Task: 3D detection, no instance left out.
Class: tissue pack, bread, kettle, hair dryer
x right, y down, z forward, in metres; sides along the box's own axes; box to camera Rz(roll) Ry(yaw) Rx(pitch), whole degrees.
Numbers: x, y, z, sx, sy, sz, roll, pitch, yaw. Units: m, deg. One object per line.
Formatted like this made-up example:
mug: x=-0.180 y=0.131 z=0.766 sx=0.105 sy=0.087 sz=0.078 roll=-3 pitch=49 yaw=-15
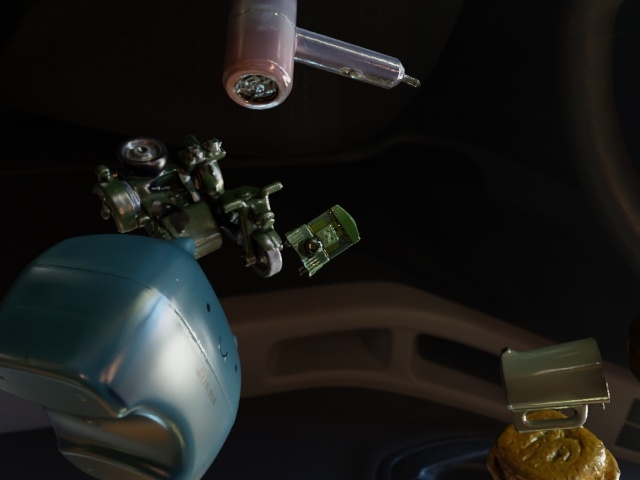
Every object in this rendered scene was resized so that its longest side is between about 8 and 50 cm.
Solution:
tissue pack: x=-0.201 y=0.126 z=0.716 sx=0.198 sy=0.206 sz=0.287 roll=6 pitch=137 yaw=20
bread: x=0.441 y=0.426 z=1.260 sx=0.198 sy=0.236 sz=0.120 roll=-29 pitch=123 yaw=-21
kettle: x=0.358 y=0.218 z=1.017 sx=0.148 sy=0.098 sz=0.127 roll=-13 pitch=129 yaw=17
hair dryer: x=0.004 y=-0.097 z=0.362 sx=0.114 sy=0.063 sz=0.037 roll=11 pitch=152 yaw=-20

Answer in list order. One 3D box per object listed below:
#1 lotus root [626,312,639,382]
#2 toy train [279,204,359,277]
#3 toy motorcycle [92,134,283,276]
lotus root: x=0.510 y=0.158 z=0.937 sx=0.128 sy=0.145 sz=0.260 roll=-34 pitch=168 yaw=35
toy train: x=0.000 y=0.000 z=0.521 sx=0.056 sy=0.093 sz=0.038 roll=-32 pitch=91 yaw=-2
toy motorcycle: x=-0.185 y=-0.045 z=0.944 sx=0.205 sy=0.275 sz=0.127 roll=-27 pitch=151 yaw=-31
